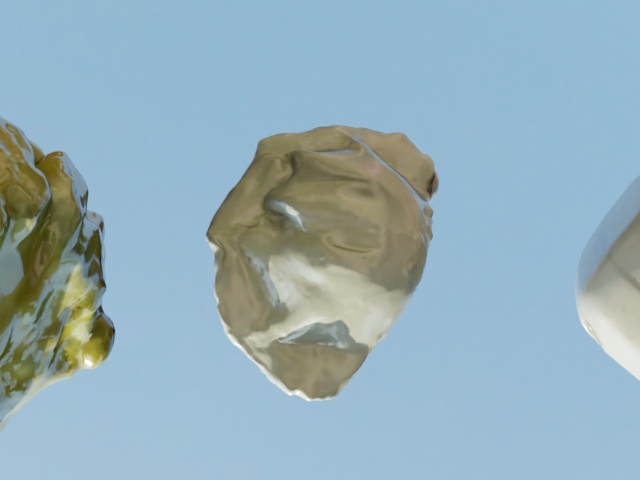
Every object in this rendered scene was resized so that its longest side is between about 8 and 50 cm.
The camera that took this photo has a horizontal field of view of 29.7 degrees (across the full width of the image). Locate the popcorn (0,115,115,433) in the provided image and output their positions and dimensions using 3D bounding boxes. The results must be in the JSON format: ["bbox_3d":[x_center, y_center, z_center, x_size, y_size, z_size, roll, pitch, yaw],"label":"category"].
[{"bbox_3d":[-0.158,0.039,0.424,0.173,0.168,0.195,27,-99,-5],"label":"popcorn"}]

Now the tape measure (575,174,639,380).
[{"bbox_3d":[0.302,0.063,0.832,0.265,0.130,0.258,37,-159,15],"label":"tape measure"}]

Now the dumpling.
[{"bbox_3d":[0.000,0.000,0.717,0.127,0.108,0.188,26,-113,-12],"label":"dumpling"}]
